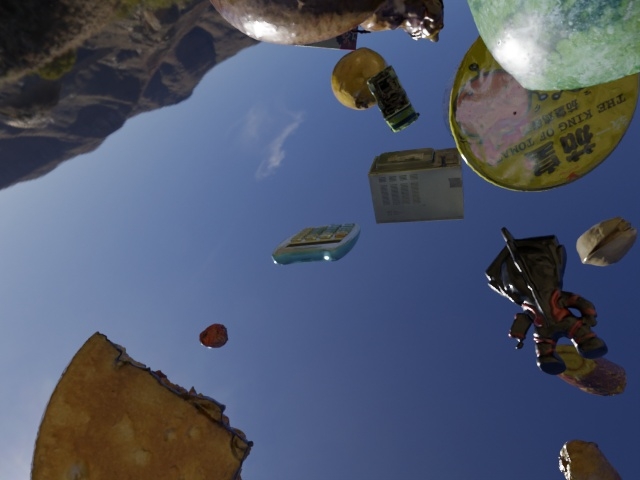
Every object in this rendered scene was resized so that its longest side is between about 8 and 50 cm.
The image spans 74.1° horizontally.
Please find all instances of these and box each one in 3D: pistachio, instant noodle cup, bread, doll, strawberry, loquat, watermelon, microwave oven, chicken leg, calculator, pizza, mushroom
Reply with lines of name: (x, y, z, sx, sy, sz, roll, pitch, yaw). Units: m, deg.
pistachio: (0.737, 0.003, 1.094, 0.113, 0.149, 0.113, 6, -134, -6)
instant noodle cup: (0.397, -0.281, 0.857, 0.326, 0.325, 0.254, -23, -164, 11)
bread: (0.712, 0.348, 1.137, 0.132, 0.172, 0.103, -18, -132, 58)
doll: (0.340, 0.080, 0.668, 0.127, 0.088, 0.248, -16, -134, 5)
strawberry: (-0.350, 0.317, 1.395, 0.097, 0.083, 0.083, 2, -159, -29)
loquat: (0.144, -0.555, 1.502, 0.214, 0.213, 0.245, -11, -120, 27)
watermelon: (0.251, -0.262, 0.352, 0.176, 0.255, 0.260, -20, -152, -14)
microwave oven: (0.270, -0.158, 1.178, 0.241, 0.193, 0.145, -2, -150, 20)
chicken leg: (0.650, 0.550, 0.954, 0.107, 0.252, 0.087, -56, 176, 28)
calculator: (0.000, 0.000, 1.390, 0.257, 0.054, 0.386, -6, -163, 17)
pizza: (-0.238, 0.313, 0.581, 0.278, 0.408, 0.114, -20, 167, -27)
mushroom: (-0.010, -0.439, 0.633, 0.335, 0.330, 0.356, -20, 180, 13)

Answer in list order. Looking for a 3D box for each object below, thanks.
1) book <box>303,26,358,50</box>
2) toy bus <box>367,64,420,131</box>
book: (0.021, -0.581, 1.088, 0.022, 0.162, 0.232, 26, -149, 38)
toy bus: (0.205, -0.393, 1.187, 0.088, 0.101, 0.174, -28, -125, 20)
